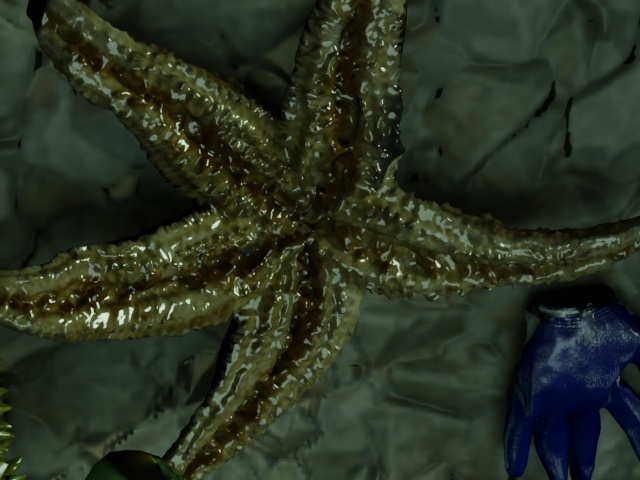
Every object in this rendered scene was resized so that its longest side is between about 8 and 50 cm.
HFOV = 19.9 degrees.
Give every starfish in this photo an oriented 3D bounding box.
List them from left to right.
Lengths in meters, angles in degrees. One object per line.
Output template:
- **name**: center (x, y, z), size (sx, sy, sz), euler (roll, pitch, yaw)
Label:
- **starfish**: center (-0.002, -0.004, 0.581), size (0.238, 0.057, 0.213), euler (4, 116, -18)

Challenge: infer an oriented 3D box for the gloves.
- **gloves**: center (0.097, 0.055, 0.647), size (0.064, 0.026, 0.086), euler (-5, 120, -10)

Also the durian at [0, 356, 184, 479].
- **durian**: center (-0.157, 0.084, 0.535), size (0.198, 0.159, 0.146), euler (44, 62, -9)
